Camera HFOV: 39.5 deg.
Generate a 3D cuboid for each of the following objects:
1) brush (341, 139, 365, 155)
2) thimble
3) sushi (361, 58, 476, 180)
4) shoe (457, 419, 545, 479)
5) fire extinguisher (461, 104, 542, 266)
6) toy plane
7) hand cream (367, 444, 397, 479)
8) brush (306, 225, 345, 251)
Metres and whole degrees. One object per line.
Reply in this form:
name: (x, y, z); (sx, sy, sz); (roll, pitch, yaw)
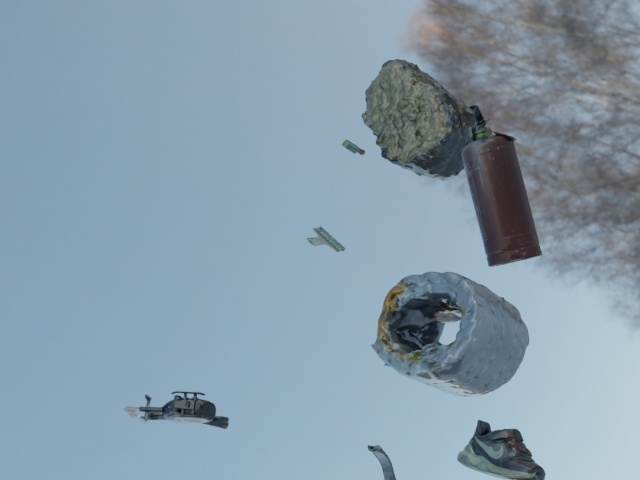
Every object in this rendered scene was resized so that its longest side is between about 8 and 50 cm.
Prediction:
brush: (0.082, -0.212, 2.085); (0.019, 0.021, 0.083); (-47, -37, 16)
thimble: (0.149, 0.108, 1.018); (0.118, 0.151, 0.127); (28, -102, -39)
sushi: (0.227, -0.291, 2.134); (0.171, 0.350, 0.211); (14, -54, -36)
shoe: (0.381, 0.441, 1.864); (0.099, 0.227, 0.112); (23, -105, -28)
fire extinguisher: (0.300, -0.094, 1.515); (0.105, 0.105, 0.268); (-7, -97, -49)
toy plane: (-0.274, 0.322, 1.671); (0.078, 0.197, 0.053); (85, -172, -55)
hand cream: (0.170, 0.601, 2.303); (0.039, 0.062, 0.163); (-21, -90, -25)
brush: (0.000, 0.000, 2.180); (0.083, 0.205, 0.011); (42, -103, -11)
